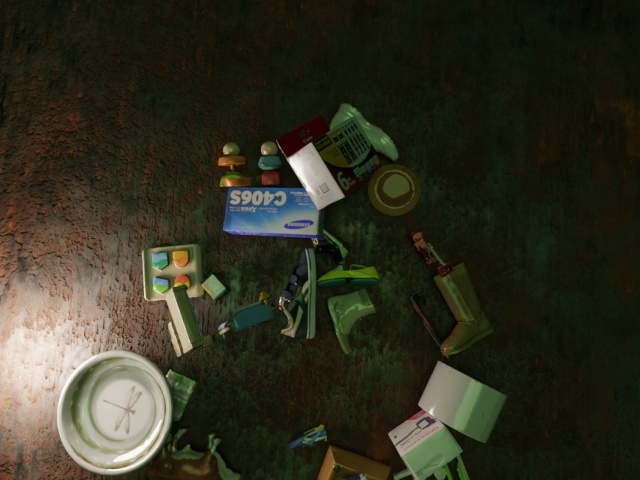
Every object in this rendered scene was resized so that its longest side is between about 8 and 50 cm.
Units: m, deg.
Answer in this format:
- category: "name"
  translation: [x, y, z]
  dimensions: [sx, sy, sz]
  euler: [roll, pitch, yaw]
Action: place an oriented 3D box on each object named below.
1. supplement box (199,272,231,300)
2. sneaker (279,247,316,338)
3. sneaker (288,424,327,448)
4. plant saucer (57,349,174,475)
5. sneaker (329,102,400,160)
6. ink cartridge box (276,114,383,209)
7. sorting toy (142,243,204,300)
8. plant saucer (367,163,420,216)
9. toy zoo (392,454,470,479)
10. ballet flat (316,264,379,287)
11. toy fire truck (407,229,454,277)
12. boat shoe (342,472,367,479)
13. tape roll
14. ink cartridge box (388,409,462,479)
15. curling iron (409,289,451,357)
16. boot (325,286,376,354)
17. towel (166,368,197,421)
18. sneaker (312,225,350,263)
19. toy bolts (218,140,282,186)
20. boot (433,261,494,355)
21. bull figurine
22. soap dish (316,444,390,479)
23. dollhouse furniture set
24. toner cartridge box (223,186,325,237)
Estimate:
- category: "supplement box"
  translation: [-0.373, 0.165, 1.628]
  dimensions: [0.056, 0.083, 0.083]
  euler: [-42, 86, -5]
- category: "sneaker"
  translation: [-0.081, 0.186, 1.614]
  dimensions: [0.128, 0.126, 0.320]
  euler: [2, 85, -7]
- category: "sneaker"
  translation: [-0.043, 0.699, 1.598]
  dimensions: [0.144, 0.053, 0.059]
  euler: [-23, 87, -3]
- category: "plant saucer"
  translation: [-0.679, 0.574, 1.556]
  dimensions: [0.401, 0.100, 0.400]
  euler: [-1, 80, 4]
- category: "sneaker"
  translation: [0.166, -0.384, 1.707]
  dimensions: [0.297, 0.111, 0.129]
  euler: [38, 100, 6]
- category: "ink cartridge box"
  translation: [0.039, -0.298, 1.554]
  dimensions: [0.271, 0.130, 0.309]
  euler: [57, 42, -11]
- category: "sorting toy"
  translation: [-0.534, 0.114, 1.652]
  dimensions: [0.209, 0.038, 0.192]
  euler: [-5, 84, -2]
- category: "plant saucer"
  translation: [0.276, -0.191, 1.710]
  dimensions: [0.200, 0.037, 0.199]
  euler: [0, 84, -1]
- category: "toy zoo"
  translation: [0.381, 0.879, 1.602]
  dimensions: [0.294, 0.030, 0.192]
  euler: [-20, 85, -3]
- category: "ballet flat"
  translation: [0.097, 0.126, 1.660]
  dimensions: [0.231, 0.077, 0.077]
  euler: [-2, 63, -5]
- category: "toy fire truck"
  translation: [0.390, 0.043, 1.638]
  dimensions: [0.047, 0.135, 0.192]
  euler: [-33, 86, -5]
- category: "boat shoe"
  translation: [0.124, 0.849, 1.466]
  dimensions: [0.083, 0.065, 0.183]
  euler: [-12, 79, 0]
- category: "tape roll"
  translation: [0.474, 0.537, 1.535]
  dimensions: [0.246, 0.246, 0.169]
  euler: [28, 84, 1]
- category: "ink cartridge box"
  translation: [0.339, 0.670, 1.519]
  dimensions: [0.172, 0.237, 0.100]
  euler: [-33, 86, -5]
- category: "curling iron"
  translation: [0.405, 0.302, 1.662]
  dimensions: [0.068, 0.035, 0.273]
  euler: [-26, 85, -4]
- category: "boot"
  translation: [0.123, 0.286, 1.637]
  dimensions: [0.165, 0.077, 0.213]
  euler: [-17, 84, -6]
- category: "towel"
  translation: [-0.519, 0.547, 1.614]
  dimensions: [0.113, 0.023, 0.151]
  euler: [25, 84, 0]
- category: "sneaker"
  translation: [0.000, 0.000, 1.658]
  dimensions: [0.235, 0.084, 0.097]
  euler: [35, 87, 3]
- category: "toy bolts"
  translation: [-0.248, -0.274, 1.621]
  dimensions: [0.229, 0.218, 0.158]
  euler: [-3, 97, -9]
- category: "boot"
  translation: [0.475, 0.245, 1.642]
  dimensions: [0.236, 0.089, 0.269]
  euler: [-24, 86, -22]
- category: "bull figurine"
  translation: [-0.422, 0.752, 1.559]
  dimensions: [0.311, 0.101, 0.188]
  euler: [10, 80, -3]
- category: "soap dish"
  translation: [0.089, 0.880, 1.550]
  dimensions: [0.229, 0.118, 0.290]
  euler: [20, 84, 0]
- category: "dollhouse furniture set"
  translation: [-0.350, 0.239, 1.571]
  dimensions: [0.304, 0.286, 0.198]
  euler: [-15, 78, -31]
- category: "toner cartridge box"
  translation: [-0.162, -0.100, 1.619]
  dimensions: [0.348, 0.075, 0.165]
  euler: [2, 81, 14]
